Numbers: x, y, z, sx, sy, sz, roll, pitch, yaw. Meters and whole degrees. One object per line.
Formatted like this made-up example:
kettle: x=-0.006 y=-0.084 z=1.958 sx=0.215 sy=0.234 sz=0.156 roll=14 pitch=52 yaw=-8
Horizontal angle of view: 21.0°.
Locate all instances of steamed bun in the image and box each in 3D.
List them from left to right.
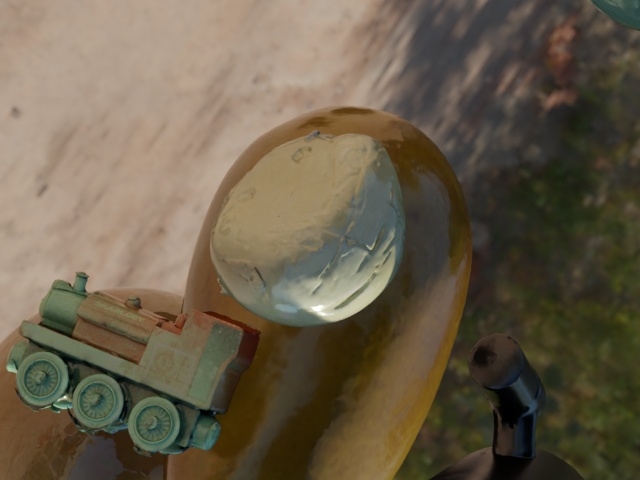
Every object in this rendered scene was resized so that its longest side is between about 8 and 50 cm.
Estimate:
steamed bun: x=0.000 y=0.000 z=1.074 sx=0.130 sy=0.112 sz=0.091 roll=-59 pitch=134 yaw=-33

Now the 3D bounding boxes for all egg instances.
egg: x=-0.202 y=0.197 z=1.810 sx=0.374 sy=0.301 sz=0.301 roll=-19 pitch=143 yaw=-53

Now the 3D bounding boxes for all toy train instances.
toy train: x=-0.142 y=0.088 z=1.275 sx=0.118 sy=0.176 sz=0.074 roll=-68 pitch=164 yaw=-4

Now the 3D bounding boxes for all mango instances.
mango: x=-0.008 y=0.091 z=1.525 sx=0.300 sy=0.232 sz=0.446 roll=63 pitch=41 yaw=-58

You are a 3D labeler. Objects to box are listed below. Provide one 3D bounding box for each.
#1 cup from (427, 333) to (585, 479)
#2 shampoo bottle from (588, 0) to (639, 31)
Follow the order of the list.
cup: x=0.139 y=0.197 z=1.201 sx=0.239 sy=0.166 sz=0.177 roll=-64 pitch=167 yaw=12
shampoo bottle: x=0.275 y=-0.235 z=1.202 sx=0.222 sy=0.151 sz=0.349 roll=-59 pitch=165 yaw=28
